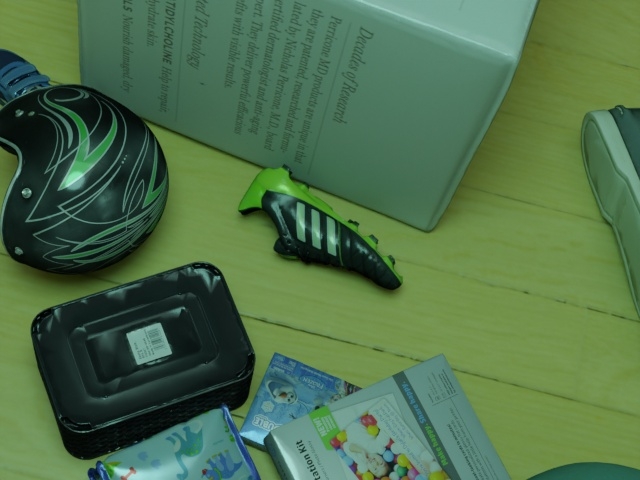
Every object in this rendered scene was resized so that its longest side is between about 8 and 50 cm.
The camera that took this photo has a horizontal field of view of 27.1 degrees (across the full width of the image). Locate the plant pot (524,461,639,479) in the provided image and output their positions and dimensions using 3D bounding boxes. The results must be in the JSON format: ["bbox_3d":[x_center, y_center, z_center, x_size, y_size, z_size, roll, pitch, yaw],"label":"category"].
[{"bbox_3d":[0.212,0.319,1.045,0.293,0.293,0.235,29,48,7],"label":"plant pot"}]

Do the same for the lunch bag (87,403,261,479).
[{"bbox_3d":[-0.112,0.237,1.146,0.129,0.096,0.151,-22,83,-20],"label":"lunch bag"}]

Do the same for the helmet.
[{"bbox_3d":[-0.224,-0.050,1.231,0.169,0.169,0.161,-21,52,-17],"label":"helmet"}]

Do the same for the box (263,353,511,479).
[{"bbox_3d":[0.062,0.202,1.197,0.186,0.038,0.145,-21,74,-21],"label":"box"}]

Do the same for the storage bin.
[{"bbox_3d":[-0.160,0.108,1.204,0.180,0.084,0.122,-18,67,-14],"label":"storage bin"}]

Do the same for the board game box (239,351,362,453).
[{"bbox_3d":[-0.019,0.161,1.231,0.090,0.020,0.090,22,64,3],"label":"board game box"}]

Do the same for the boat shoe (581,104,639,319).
[{"bbox_3d":[0.352,-0.001,1.308,0.099,0.116,0.319,-11,61,-8],"label":"boat shoe"}]

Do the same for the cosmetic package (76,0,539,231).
[{"bbox_3d":[0.010,-0.275,1.280,0.394,0.327,0.329,21,63,2],"label":"cosmetic package"}]

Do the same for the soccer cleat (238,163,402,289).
[{"bbox_3d":[0.000,0.000,1.299,0.179,0.060,0.072,39,88,9],"label":"soccer cleat"}]

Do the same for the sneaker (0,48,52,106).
[{"bbox_3d":[-0.290,-0.147,1.326,0.053,0.059,0.144,-38,73,-20],"label":"sneaker"}]
